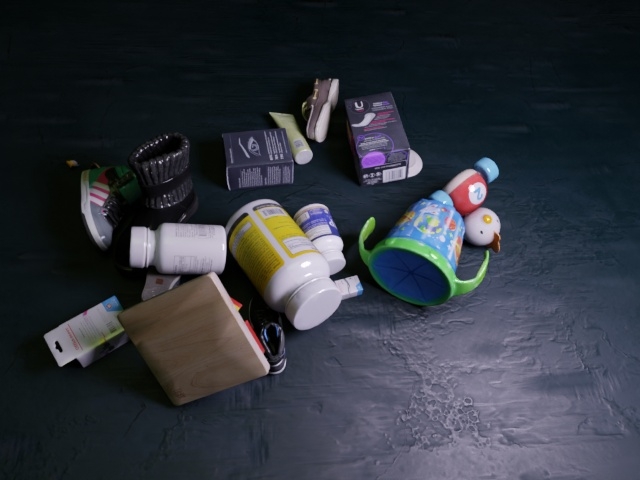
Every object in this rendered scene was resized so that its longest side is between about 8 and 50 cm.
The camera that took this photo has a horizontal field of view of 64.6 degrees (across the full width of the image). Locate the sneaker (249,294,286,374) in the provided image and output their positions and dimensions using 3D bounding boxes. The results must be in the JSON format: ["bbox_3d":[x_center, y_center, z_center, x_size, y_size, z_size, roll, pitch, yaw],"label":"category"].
[{"bbox_3d":[-0.126,0.208,1.251,0.079,0.121,0.217,-11,56,-14],"label":"sneaker"}]

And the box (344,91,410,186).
[{"bbox_3d":[0.179,-0.329,1.637,0.165,0.143,0.270,-9,56,0],"label":"box"}]

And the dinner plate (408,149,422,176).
[{"bbox_3d":[0.272,-0.267,1.691,0.141,0.017,0.141,3,54,-4],"label":"dinner plate"}]

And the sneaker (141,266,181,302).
[{"bbox_3d":[-0.417,0.147,1.302,0.083,0.118,0.222,13,25,-6],"label":"sneaker"}]

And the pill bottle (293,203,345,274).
[{"bbox_3d":[0.000,0.000,1.417,0.112,0.112,0.187,-13,57,-14],"label":"pill bottle"}]

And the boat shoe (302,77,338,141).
[{"bbox_3d":[-0.009,-0.454,1.743,0.096,0.117,0.324,9,50,7],"label":"boat shoe"}]

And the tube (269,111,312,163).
[{"bbox_3d":[-0.094,-0.355,1.700,0.062,0.070,0.240,-32,55,9],"label":"tube"}]

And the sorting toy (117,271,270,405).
[{"bbox_3d":[-0.273,0.212,1.140,0.257,0.256,0.089,-23,14,18],"label":"sorting toy"}]

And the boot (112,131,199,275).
[{"bbox_3d":[-0.458,-0.103,1.358,0.131,0.260,0.348,19,55,9],"label":"boot"}]

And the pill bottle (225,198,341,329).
[{"bbox_3d":[-0.096,0.061,1.300,0.187,0.188,0.334,-26,54,-21],"label":"pill bottle"}]

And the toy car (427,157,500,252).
[{"bbox_3d":[0.451,-0.071,1.467,0.219,0.210,0.238,-35,77,-15],"label":"toy car"}]

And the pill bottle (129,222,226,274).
[{"bbox_3d":[-0.364,0.021,1.294,0.229,0.131,0.131,2,53,-20],"label":"pill bottle"}]

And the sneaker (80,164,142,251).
[{"bbox_3d":[-0.574,-0.110,1.446,0.178,0.124,0.296,-18,56,-6],"label":"sneaker"}]

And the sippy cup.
[{"bbox_3d":[0.275,0.017,1.353,0.305,0.240,0.224,37,57,-8],"label":"sippy cup"}]

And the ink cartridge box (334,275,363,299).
[{"bbox_3d":[0.068,0.131,1.380,0.083,0.028,0.048,-14,57,-14],"label":"ink cartridge box"}]

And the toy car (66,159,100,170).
[{"bbox_3d":[-0.718,-0.232,1.557,0.122,0.060,0.040,34,27,10],"label":"toy car"}]

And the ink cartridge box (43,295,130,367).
[{"bbox_3d":[-0.557,0.231,1.234,0.181,0.062,0.104,-31,62,-24],"label":"ink cartridge box"}]

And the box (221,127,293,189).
[{"bbox_3d":[-0.197,-0.256,1.585,0.207,0.108,0.153,-7,55,-9],"label":"box"}]
